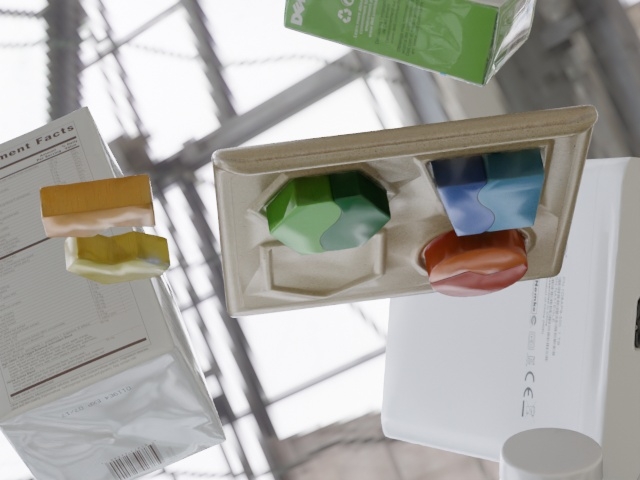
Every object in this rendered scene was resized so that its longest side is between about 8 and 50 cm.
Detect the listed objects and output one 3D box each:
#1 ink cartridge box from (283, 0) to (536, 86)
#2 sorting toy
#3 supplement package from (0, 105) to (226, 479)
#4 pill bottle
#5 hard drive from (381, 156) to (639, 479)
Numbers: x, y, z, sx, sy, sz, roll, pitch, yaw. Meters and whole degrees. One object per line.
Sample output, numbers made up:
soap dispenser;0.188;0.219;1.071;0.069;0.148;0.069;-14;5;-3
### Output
ink cartridge box;0.041;-0.180;1.408;0.109;0.209;0.062;-47;-29;-58
sorting toy;0.000;0.000;1.155;0.229;0.307;0.041;91;171;-66
supplement package;-0.180;0.047;1.458;0.134;0.139;0.244;68;179;-52
pill bottle;0.158;0.219;1.365;0.094;0.094;0.169;-35;-51;-54
hard drive;0.151;0.056;1.555;0.047;0.353;0.233;5;-92;-25
